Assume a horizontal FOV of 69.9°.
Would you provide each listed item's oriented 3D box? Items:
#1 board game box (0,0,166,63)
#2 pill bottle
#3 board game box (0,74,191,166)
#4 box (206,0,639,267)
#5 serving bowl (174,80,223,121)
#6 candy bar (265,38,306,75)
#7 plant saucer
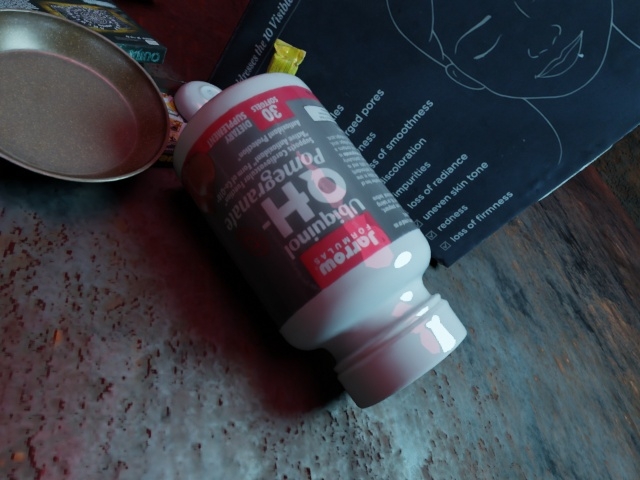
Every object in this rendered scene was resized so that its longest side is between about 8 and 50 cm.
[{"bbox_3d":[-0.298,-0.258,0.543,0.126,0.026,0.186,43,34,16],"label":"board game box"},{"bbox_3d":[0.000,0.000,0.479,0.176,0.176,0.318,-22,72,-49],"label":"pill bottle"},{"bbox_3d":[-0.230,-0.145,0.524,0.259,0.030,0.136,-4,61,-44],"label":"board game box"},{"bbox_3d":[0.175,-0.297,0.661,0.471,0.480,0.297,34,38,-14],"label":"box"},{"bbox_3d":[-0.142,-0.175,0.586,0.083,0.027,0.083,24,42,-23],"label":"serving bowl"},{"bbox_3d":[-0.071,-0.177,0.597,0.040,0.161,0.018,25,20,-8],"label":"candy bar"},{"bbox_3d":[-0.247,-0.132,0.440,0.198,0.036,0.199,24,48,-29],"label":"plant saucer"}]
